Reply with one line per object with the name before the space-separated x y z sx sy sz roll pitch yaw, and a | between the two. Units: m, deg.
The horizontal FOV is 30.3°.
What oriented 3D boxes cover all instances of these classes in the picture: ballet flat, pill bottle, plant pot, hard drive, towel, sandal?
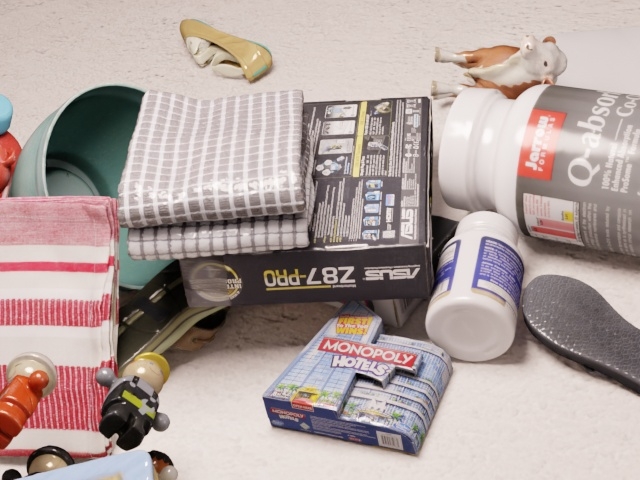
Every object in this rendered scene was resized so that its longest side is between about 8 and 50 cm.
ballet flat | -0.189 -0.342 2.126 0.232 0.080 0.073 23 66 37
pill bottle | 0.356 -0.096 1.573 0.363 0.210 0.210 11 45 26
plant pot | -0.323 -0.058 1.688 0.196 0.293 0.293 -15 30 43
hard drive | 0.459 -0.217 1.824 0.233 0.047 0.353 -3 41 12
towel | -0.368 0.108 1.488 0.237 0.037 0.329 -1 85 14
pill bottle | 0.203 0.053 1.515 0.112 0.112 0.187 2 41 17
towel | -0.128 -0.097 1.507 0.235 0.121 0.284 -7 34 3
sandal | -0.195 0.107 1.578 0.303 0.086 0.120 -34 43 -19
sandal | 0.347 0.131 1.440 0.097 0.054 0.254 -41 56 -21

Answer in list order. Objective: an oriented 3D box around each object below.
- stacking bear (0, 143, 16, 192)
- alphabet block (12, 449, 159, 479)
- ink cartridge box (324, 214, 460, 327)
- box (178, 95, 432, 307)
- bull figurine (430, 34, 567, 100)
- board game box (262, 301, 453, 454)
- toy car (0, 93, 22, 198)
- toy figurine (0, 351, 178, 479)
stacking bear | -0.536 -0.037 1.584 0.175 0.164 0.289 18 60 47
alphabet block | -0.232 0.360 1.194 0.192 0.197 0.193 -13 39 0
ink cartridge box | 0.000 0.000 1.676 0.371 0.069 0.176 15 46 33
box | -0.004 -0.065 1.620 0.318 0.097 0.395 -1 35 6
bull figurine | 0.264 -0.250 1.777 0.188 0.101 0.310 5 1 6
board game box | 0.056 0.158 1.469 0.194 0.060 0.194 7 44 23
toy car | -0.459 -0.070 1.815 0.238 0.219 0.210 18 39 -8
toy figurine | -0.268 0.234 1.352 0.209 0.213 0.148 -3 24 6
